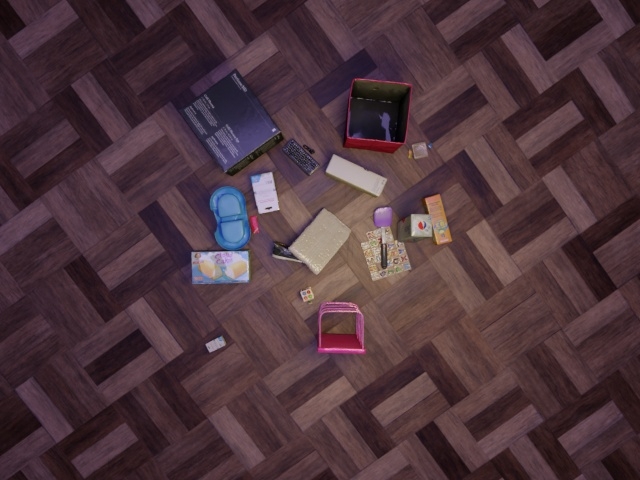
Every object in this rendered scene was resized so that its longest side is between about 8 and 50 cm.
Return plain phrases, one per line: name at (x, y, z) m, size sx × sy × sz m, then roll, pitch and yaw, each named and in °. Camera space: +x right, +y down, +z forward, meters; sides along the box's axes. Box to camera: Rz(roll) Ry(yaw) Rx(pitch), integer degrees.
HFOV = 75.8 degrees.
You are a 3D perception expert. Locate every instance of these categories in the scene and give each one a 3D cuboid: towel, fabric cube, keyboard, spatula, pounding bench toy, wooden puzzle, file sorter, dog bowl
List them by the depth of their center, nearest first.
fabric cube at (0.243, -0.545, 1.835) m, size 0.259 × 0.258 × 0.253 m, roll 6°, pitch 93°, yaw -1°
file sorter at (0.088, 0.383, 1.862) m, size 0.202 × 0.291 × 0.182 m, roll 2°, pitch 90°, yaw -1°
towel at (0.000, 0.000, 1.924) m, size 0.187 × 0.049 × 0.282 m, roll 42°, pitch 71°, yaw -1°
dog bowl at (-0.418, -0.104, 1.938) m, size 0.166 × 0.074 × 0.297 m, roll -9°, pitch 93°, yaw 0°
keyboard at (-0.084, -0.405, 1.954) m, size 0.180 × 0.023 × 0.108 m, roll 44°, pitch 91°, yaw -3°
pounding bench toy at (-0.058, 0.271, 1.964) m, size 0.052 × 0.065 × 0.083 m, roll -20°, pitch 93°, yaw 0°
spatula at (0.301, -0.009, 1.965) m, size 0.084 × 0.030 × 0.296 m, roll -2°, pitch 93°, yaw 0°
wooden puzzle at (0.474, -0.430, 1.966) m, size 0.117 × 0.014 × 0.078 m, roll -5°, pitch 97°, yaw 0°

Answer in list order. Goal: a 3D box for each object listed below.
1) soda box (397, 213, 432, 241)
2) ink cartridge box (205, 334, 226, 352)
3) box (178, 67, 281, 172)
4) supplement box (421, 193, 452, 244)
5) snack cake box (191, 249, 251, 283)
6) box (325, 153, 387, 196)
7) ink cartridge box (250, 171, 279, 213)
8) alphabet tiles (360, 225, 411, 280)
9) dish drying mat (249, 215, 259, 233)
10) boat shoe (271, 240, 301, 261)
soda box at (0.416, -0.051, 1.841) m, size 0.091 × 0.286 × 0.097 m, roll 1°, pitch 85°, yaw -1°
ink cartridge box at (-0.505, 0.499, 1.987) m, size 0.083 × 0.028 × 0.048 m, roll -26°, pitch 93°, yaw 0°
box at (-0.392, -0.523, 1.866) m, size 0.313 × 0.179 × 0.343 m, roll -35°, pitch 93°, yaw 2°
supplement box at (0.552, -0.099, 1.950) m, size 0.078 × 0.080 × 0.233 m, roll -17°, pitch 95°, yaw 2°
snack cake box at (-0.464, 0.121, 1.940) m, size 0.265 × 0.089 × 0.152 m, roll -2°, pitch 93°, yaw -1°
box at (0.163, -0.298, 1.919) m, size 0.275 × 0.113 × 0.094 m, roll 25°, pitch 92°, yaw -3°
ink cartridge box at (-0.258, -0.222, 1.941) m, size 0.104 × 0.060 × 0.180 m, roll -11°, pitch 93°, yaw -1°
alphabet tiles at (0.311, 0.056, 1.988) m, size 0.198 × 0.009 × 0.237 m, roll -18°, pitch 93°, yaw 0°
dish drying mat at (-0.317, -0.076, 1.973) m, size 0.032 × 0.008 × 0.083 m, roll -10°, pitch 93°, yaw 1°
boat shoe at (-0.111, 0.059, 1.944) m, size 0.233 × 0.084 × 0.079 m, roll 12°, pitch 97°, yaw 1°
